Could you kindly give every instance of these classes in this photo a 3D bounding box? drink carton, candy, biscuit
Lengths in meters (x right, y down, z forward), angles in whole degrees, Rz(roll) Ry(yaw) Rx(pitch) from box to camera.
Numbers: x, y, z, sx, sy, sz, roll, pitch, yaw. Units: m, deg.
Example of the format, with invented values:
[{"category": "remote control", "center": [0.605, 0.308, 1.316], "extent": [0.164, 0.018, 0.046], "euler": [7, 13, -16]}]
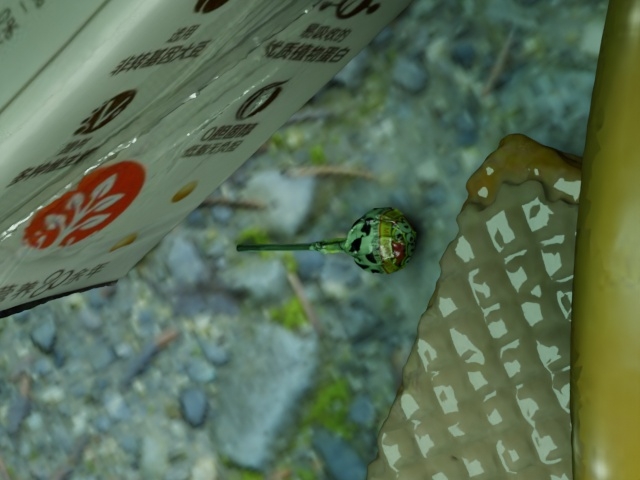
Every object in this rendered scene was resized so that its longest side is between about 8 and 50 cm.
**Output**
[{"category": "drink carton", "center": [-0.055, -0.111, 0.504], "extent": [0.324, 0.194, 0.132], "euler": [-40, 80, 26]}, {"category": "candy", "center": [0.000, 0.000, 0.592], "extent": [0.083, 0.025, 0.023], "euler": [1, 55, 35]}, {"category": "biscuit", "center": [0.043, 0.148, 0.569], "extent": [0.094, 0.054, 0.378], "euler": [26, 109, 22]}]

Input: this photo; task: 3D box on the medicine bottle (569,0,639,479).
[{"category": "medicine bottle", "center": [0.200, 0.006, 0.362], "extent": [0.232, 0.238, 0.237], "euler": [5, 99, 24]}]
